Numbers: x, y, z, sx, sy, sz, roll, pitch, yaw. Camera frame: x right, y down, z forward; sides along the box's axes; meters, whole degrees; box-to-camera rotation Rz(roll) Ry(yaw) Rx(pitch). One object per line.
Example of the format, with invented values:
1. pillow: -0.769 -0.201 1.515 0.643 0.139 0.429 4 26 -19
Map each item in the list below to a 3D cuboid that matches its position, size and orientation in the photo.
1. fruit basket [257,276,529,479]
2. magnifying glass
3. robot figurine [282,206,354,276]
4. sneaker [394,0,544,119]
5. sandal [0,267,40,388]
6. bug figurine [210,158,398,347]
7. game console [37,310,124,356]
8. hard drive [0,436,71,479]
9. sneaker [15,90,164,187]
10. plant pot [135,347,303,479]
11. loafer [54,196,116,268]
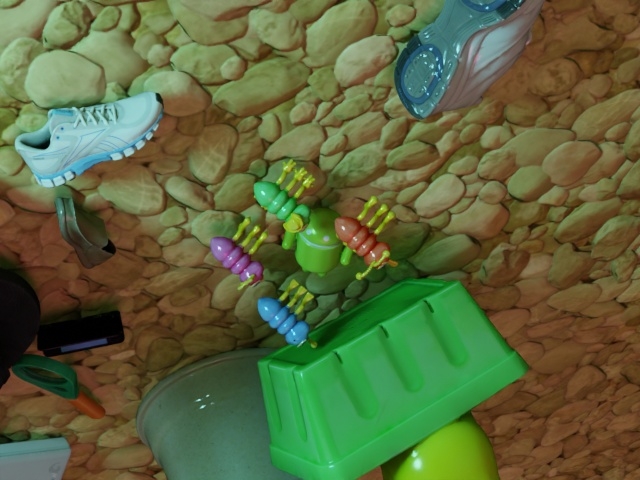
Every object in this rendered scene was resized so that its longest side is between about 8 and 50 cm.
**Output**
1. fruit basket: 0.132 0.278 1.813 0.392 0.392 0.283 2 180 -24
2. magnifying glass: -0.390 0.224 1.873 0.092 0.026 0.231 2 152 19
3. robot figurine: 0.000 0.000 1.736 0.101 0.067 0.115 17 140 5
4. sneaker: 0.206 -0.269 1.479 0.129 0.111 0.297 -7 148 -40
5. sandal: -0.516 0.201 1.741 0.167 0.107 0.446 10 135 -32
6. bug figurine: -0.035 0.026 1.671 0.216 0.072 0.279 38 125 -6
7. game console: -0.344 0.150 1.778 0.122 0.071 0.107 -10 142 -10
8. hard drive: -0.568 0.412 1.956 0.307 0.040 0.203 0 125 -40
9. sneaker: -0.277 -0.132 1.458 0.191 0.071 0.083 -27 136 11
10. plant pot: -0.109 0.392 1.986 0.334 0.305 0.334 -11 142 -9
11. loafer: -0.307 -0.015 1.605 0.050 0.056 0.148 -18 153 -1
